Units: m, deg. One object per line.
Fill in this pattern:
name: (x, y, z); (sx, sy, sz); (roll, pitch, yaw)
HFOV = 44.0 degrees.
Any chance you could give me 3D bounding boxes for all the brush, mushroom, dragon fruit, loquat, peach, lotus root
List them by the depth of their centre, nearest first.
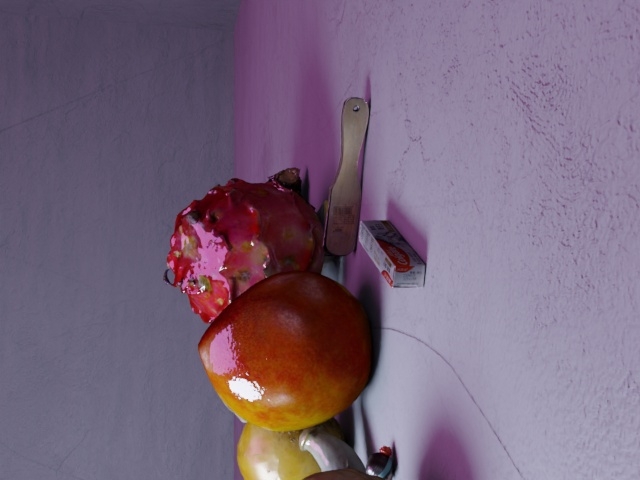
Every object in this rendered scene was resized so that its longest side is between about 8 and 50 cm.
mushroom: (0.039, 0.455, 1.458); (0.103, 0.118, 0.270); (83, 172, -47)
peach: (-0.068, 0.213, 1.524); (0.308, 0.332, 0.307); (176, 90, -87)
brush: (0.053, -0.130, 1.618); (0.065, 0.070, 0.327); (-94, 11, -73)
loquat: (-0.057, 0.443, 1.651); (0.235, 0.235, 0.235); (-179, 90, -78)
dragon fruit: (-0.187, 0.024, 1.785); (0.386, 0.249, 0.371); (42, 101, 37)
lotus root: (-0.121, -0.053, 2.195); (0.169, 0.141, 0.314); (-109, 23, -58)

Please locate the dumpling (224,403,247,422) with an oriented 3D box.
dumpling: (-0.180, 0.458, 2.406); (0.395, 0.233, 0.315); (49, 170, 52)

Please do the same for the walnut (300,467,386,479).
walnut: (0.042, 0.480, 1.133); (0.296, 0.285, 0.285); (52, 154, 15)

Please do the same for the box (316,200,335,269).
box: (0.000, 0.000, 1.897); (0.247, 0.033, 0.129); (131, 137, -71)

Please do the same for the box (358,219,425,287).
box: (0.116, 0.019, 1.324); (0.218, 0.055, 0.039); (-118, 29, -67)

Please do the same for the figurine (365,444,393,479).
figurine: (0.102, 0.404, 1.378); (0.060, 0.047, 0.106); (-52, -23, -39)
